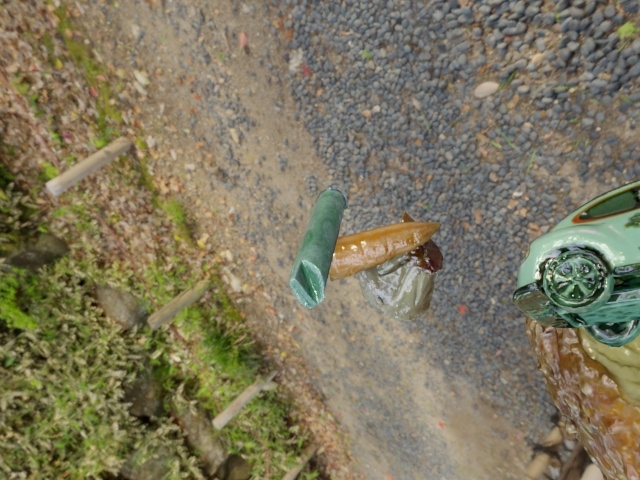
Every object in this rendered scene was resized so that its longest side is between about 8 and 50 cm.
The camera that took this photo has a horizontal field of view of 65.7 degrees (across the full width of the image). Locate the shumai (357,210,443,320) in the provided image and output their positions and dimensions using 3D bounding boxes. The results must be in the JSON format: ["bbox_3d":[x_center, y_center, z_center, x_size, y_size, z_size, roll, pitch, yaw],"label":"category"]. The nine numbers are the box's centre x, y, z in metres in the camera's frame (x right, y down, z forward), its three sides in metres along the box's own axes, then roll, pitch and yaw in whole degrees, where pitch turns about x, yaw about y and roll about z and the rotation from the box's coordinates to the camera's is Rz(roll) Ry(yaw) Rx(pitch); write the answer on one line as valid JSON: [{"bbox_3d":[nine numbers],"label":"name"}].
[{"bbox_3d":[0.171,0.047,0.918,0.120,0.201,0.201,-20,109,52],"label":"shumai"}]

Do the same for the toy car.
[{"bbox_3d":[0.320,0.005,0.415,0.305,0.125,0.136,-20,145,36],"label":"toy car"}]

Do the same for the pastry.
[{"bbox_3d":[0.471,0.195,0.697,0.338,0.292,0.405,63,-177,-46],"label":"pastry"}]

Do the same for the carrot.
[{"bbox_3d":[0.104,0.006,0.827,0.072,0.204,0.072,-17,-90,-88],"label":"carrot"}]

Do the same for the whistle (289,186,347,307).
[{"bbox_3d":[0.000,0.000,0.515,0.039,0.186,0.039,4,120,7],"label":"whistle"}]
